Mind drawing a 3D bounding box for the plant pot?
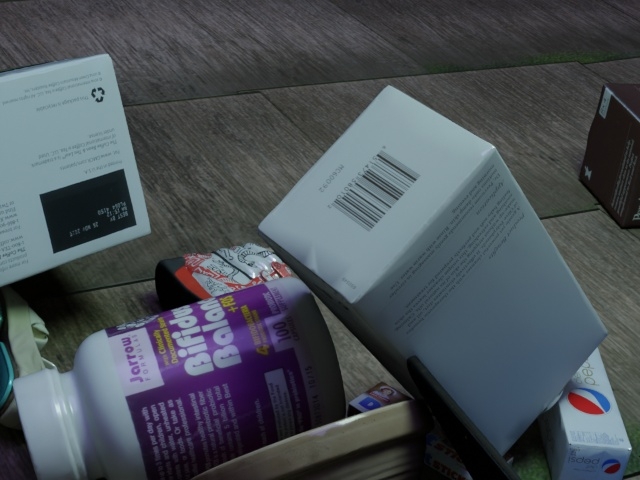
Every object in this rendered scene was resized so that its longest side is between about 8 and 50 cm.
[{"bbox_3d":[0.005,0.235,1.156,0.237,0.237,0.109,-13,76,-32],"label":"plant pot"}]

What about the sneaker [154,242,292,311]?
[{"bbox_3d":[-0.077,0.086,1.466,0.145,0.090,0.270,-13,33,-28],"label":"sneaker"}]

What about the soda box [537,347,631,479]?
[{"bbox_3d":[0.283,0.187,1.388,0.069,0.074,0.216,6,30,-3],"label":"soda box"}]

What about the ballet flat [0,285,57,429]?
[{"bbox_3d":[-0.333,0.124,1.369,0.086,0.086,0.248,-5,33,-20],"label":"ballet flat"}]

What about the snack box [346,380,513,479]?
[{"bbox_3d":[0.117,0.213,1.357,0.178,0.022,0.064,27,35,30],"label":"snack box"}]

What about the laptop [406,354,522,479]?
[{"bbox_3d":[0.319,0.266,1.066,0.236,0.408,0.382,-34,30,-5],"label":"laptop"}]

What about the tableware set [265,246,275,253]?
[{"bbox_3d":[0.000,0.000,1.702,0.141,0.020,0.168,11,30,5],"label":"tableware set"}]

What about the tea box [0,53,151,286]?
[{"bbox_3d":[-0.431,-0.066,1.419,0.329,0.220,0.323,-22,15,-41],"label":"tea box"}]

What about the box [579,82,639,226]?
[{"bbox_3d":[0.534,-0.131,1.902,0.203,0.168,0.167,-2,32,-15],"label":"box"}]

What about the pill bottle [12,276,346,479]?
[{"bbox_3d":[-0.140,0.153,1.233,0.302,0.169,0.169,-16,35,-13],"label":"pill bottle"}]

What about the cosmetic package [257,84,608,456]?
[{"bbox_3d":[0.125,0.047,1.231,0.197,0.365,0.155,-47,49,-7],"label":"cosmetic package"}]
